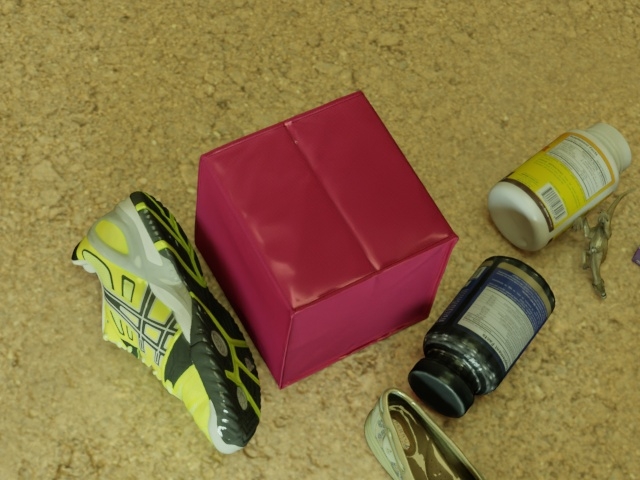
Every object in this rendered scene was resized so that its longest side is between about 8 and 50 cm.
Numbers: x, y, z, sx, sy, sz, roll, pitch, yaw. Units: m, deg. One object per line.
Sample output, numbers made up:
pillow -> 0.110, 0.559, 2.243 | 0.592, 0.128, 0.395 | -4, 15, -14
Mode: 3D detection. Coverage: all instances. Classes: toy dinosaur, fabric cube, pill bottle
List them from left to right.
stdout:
fabric cube -> 0.000, 0.000, 1.914 | 0.259, 0.254, 0.258 | -24, 66, -19
pill bottle -> 0.218, 0.134, 1.939 | 0.123, 0.123, 0.219 | 35, 64, 13
pill bottle -> 0.357, -0.085, 2.079 | 0.215, 0.117, 0.117 | -35, 70, -23
toy dinosaur -> 0.409, -0.010, 2.061 | 0.053, 0.092, 0.183 | 7, 71, 32

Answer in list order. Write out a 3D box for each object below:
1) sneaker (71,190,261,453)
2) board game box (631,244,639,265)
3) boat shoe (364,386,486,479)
sneaker -> -0.205, 0.125, 1.912 | 0.147, 0.145, 0.385 | -32, 68, 12
board game box -> 0.661, 0.041, 2.085 | 0.347, 0.056, 0.208 | 34, 59, 12
boat shoe -> 0.157, 0.321, 1.846 | 0.104, 0.089, 0.285 | -33, 70, -22
